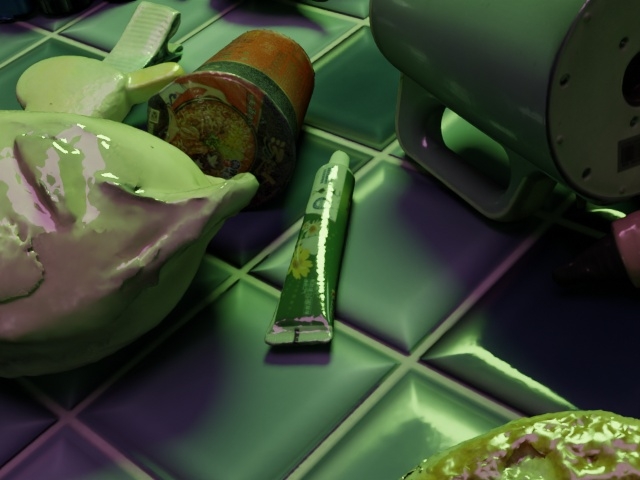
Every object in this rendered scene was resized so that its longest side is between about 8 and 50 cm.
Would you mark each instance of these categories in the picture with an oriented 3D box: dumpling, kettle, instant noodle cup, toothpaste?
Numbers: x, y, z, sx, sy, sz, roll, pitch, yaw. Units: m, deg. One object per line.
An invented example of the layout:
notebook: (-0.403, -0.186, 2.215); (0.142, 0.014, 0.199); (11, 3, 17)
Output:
dumpling: (-0.194, -0.001, 0.759); (0.318, 0.187, 0.243); (1, 2, 8)
kettle: (0.142, -0.118, 0.728); (0.159, 0.211, 0.243); (-11, 27, -27)
instant noodle cup: (-0.063, -0.111, 0.855); (0.127, 0.127, 0.136); (0, 33, 17)
toothpaste: (0.000, 0.000, 0.761); (0.049, 0.031, 0.204); (-4, 42, 16)

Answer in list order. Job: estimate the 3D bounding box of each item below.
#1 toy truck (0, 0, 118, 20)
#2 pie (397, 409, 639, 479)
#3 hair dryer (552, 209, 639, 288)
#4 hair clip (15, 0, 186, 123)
toy truck: (-0.303, -0.342, 1.203); (0.208, 0.113, 0.126); (-11, 39, 3)
pie: (0.120, 0.200, 0.456); (0.302, 0.067, 0.302); (-10, 39, 9)
hair dryer: (0.302, -0.042, 0.622); (0.344, 0.189, 0.107); (-22, 39, 15)
hair clip: (-0.200, -0.147, 0.980); (0.159, 0.071, 0.218); (13, 51, 27)
